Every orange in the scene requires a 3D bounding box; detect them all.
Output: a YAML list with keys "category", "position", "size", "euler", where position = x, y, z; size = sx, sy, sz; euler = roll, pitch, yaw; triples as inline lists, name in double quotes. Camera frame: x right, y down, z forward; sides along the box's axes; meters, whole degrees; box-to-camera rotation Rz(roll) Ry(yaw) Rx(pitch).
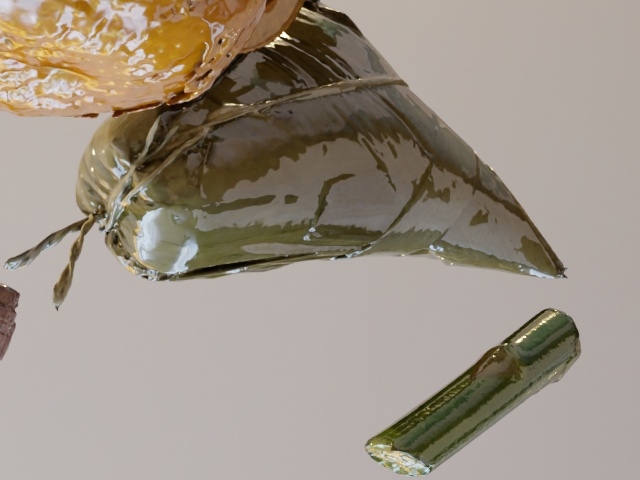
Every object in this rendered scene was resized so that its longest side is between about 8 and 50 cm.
- category: "orange"
  position: [-0.111, -0.139, 0.611]
  size: [0.193, 0.193, 0.161]
  euler: [23, -116, -34]

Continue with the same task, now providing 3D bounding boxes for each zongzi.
- category: "zongzi"
  position: [0.010, -0.014, 1.472]
  size: [0.467, 0.218, 0.500]
  euler: [36, -141, 4]

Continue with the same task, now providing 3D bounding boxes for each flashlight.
- category: "flashlight"
  position: [-0.198, 0.078, 0.844]
  size: [0.031, 0.052, 0.110]
  euler: [31, -106, -42]

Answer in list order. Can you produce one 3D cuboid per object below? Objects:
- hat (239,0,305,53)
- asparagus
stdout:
- category: "hat"
  position: [-0.139, -0.327, 1.375]
  size: [0.233, 0.233, 0.244]
  euler: [-54, -39, -17]
- category: "asparagus"
  position: [0.144, 0.140, 1.318]
  size: [0.277, 0.060, 0.067]
  euler: [-31, -24, -39]
